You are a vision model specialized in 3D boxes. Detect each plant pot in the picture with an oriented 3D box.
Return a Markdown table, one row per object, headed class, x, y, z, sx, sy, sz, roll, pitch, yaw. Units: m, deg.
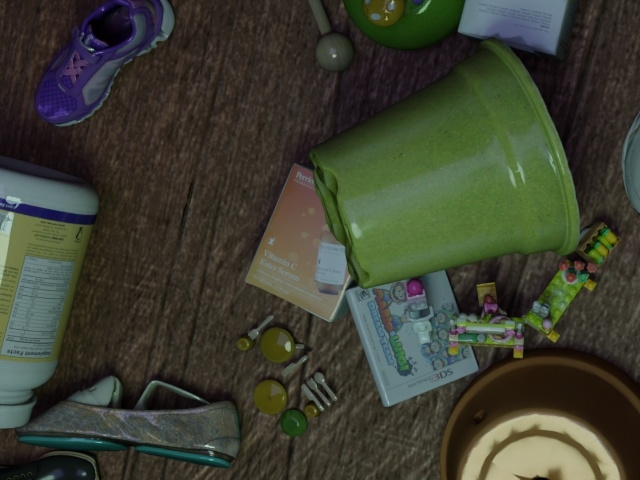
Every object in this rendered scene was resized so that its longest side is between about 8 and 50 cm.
| class | x | y | z | sx | sy | sz | roll | pitch | yaw |
| --- | --- | --- | --- | --- | --- | --- | --- | --- | --- |
| plant pot | 0.279 | 0.285 | 1.727 | 0.291 | 0.203 | 0.290 | 0 | 92 | 13 |
| plant pot | 0.132 | -0.067 | 1.672 | 0.254 | 0.276 | 0.276 | -21 | 88 | -5 |

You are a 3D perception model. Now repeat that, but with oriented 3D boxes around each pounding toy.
| class | x | y | z | sx | sy | sz | roll | pitch | yaw |
| --- | --- | --- | --- | --- | --- | --- | --- | --- | --- |
| pounding toy | 0.071 | -0.323 | 1.778 | 0.237 | 0.110 | 0.183 | -18 | 89 | 23 |

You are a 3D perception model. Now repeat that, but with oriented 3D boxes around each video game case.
| class | x | y | z | sx | sy | sz | roll | pitch | yaw |
| --- | --- | --- | --- | --- | --- | --- | --- | --- | --- |
| video game case | 0.118 | 0.116 | 1.808 | 0.143 | 0.019 | 0.157 | -18 | 88 | -25 |

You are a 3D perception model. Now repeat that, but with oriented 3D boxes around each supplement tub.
| class | x | y | z | sx | sy | sz | roll | pitch | yaw |
| --- | --- | --- | --- | --- | --- | --- | --- | --- | --- |
| supplement tub | -0.443 | 0.059 | 1.866 | 0.241 | 0.241 | 0.331 | 17 | 95 | 12 |

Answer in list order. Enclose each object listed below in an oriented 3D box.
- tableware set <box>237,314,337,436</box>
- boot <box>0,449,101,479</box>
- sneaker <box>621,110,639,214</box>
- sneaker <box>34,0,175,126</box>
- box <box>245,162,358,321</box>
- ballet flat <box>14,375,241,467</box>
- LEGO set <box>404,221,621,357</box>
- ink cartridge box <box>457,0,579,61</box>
| class | x | y | z | sx | sy | sz | roll | pitch | yaw |
| --- | --- | --- | --- | --- | --- | --- | --- | --- | --- |
| tableware set | -0.053 | 0.183 | 1.896 | 0.104 | 0.024 | 0.154 | -41 | 84 | 16 |
| boot | -0.413 | 0.344 | 1.931 | 0.198 | 0.137 | 0.076 | -15 | 90 | 13 |
| sneaker | 0.426 | -0.153 | 1.710 | 0.099 | 0.121 | 0.262 | 14 | 96 | 13 |
| sneaker | -0.306 | -0.250 | 1.892 | 0.236 | 0.104 | 0.095 | -43 | 84 | 13 |
| box | 0.000 | 0.000 | 1.837 | 0.130 | 0.091 | 0.170 | 24 | 98 | 12 |
| ballet flat | -0.257 | 0.241 | 1.920 | 0.316 | 0.107 | 0.106 | 5 | 74 | 8 |
| LEGO set | 0.248 | 0.067 | 1.737 | 0.287 | 0.107 | 0.132 | -19 | 74 | 2 |
| ink cartridge box | 0.256 | -0.320 | 1.739 | 0.127 | 0.128 | 0.176 | 14 | 96 | 14 |
